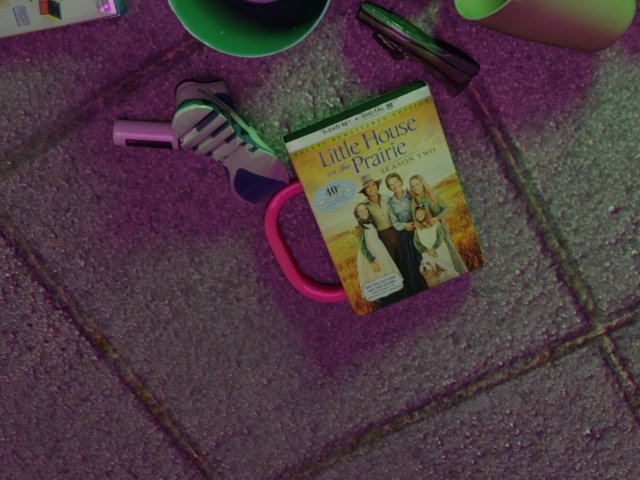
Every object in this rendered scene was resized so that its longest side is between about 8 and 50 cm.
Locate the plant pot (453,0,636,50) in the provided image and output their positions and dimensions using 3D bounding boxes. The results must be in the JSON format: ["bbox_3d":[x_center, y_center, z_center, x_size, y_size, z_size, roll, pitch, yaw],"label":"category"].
[{"bbox_3d":[0.426,-0.454,1.496,0.273,0.256,0.257,21,114,-26],"label":"plant pot"}]

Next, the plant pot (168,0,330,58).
[{"bbox_3d":[-0.116,-0.494,1.479,0.292,0.235,0.293,1,114,2],"label":"plant pot"}]

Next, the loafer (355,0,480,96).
[{"bbox_3d":[0.178,-0.364,1.610,0.267,0.096,0.084,26,118,-12],"label":"loafer"}]

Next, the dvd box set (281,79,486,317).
[{"bbox_3d":[0.138,-0.077,1.703,0.307,0.062,0.421,-22,114,0],"label":"dvd box set"}]

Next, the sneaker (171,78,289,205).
[{"bbox_3d":[-0.185,-0.224,1.665,0.127,0.182,0.315,-30,139,16],"label":"sneaker"}]

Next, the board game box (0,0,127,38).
[{"bbox_3d":[-0.554,-0.517,1.572,0.316,0.064,0.242,-9,113,5],"label":"board game box"}]

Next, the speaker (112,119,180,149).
[{"bbox_3d":[-0.354,-0.218,1.707,0.136,0.055,0.055,4,114,-1],"label":"speaker"}]

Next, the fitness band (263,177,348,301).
[{"bbox_3d":[0.000,0.000,1.796,0.208,0.054,0.291,-22,111,11],"label":"fitness band"}]
